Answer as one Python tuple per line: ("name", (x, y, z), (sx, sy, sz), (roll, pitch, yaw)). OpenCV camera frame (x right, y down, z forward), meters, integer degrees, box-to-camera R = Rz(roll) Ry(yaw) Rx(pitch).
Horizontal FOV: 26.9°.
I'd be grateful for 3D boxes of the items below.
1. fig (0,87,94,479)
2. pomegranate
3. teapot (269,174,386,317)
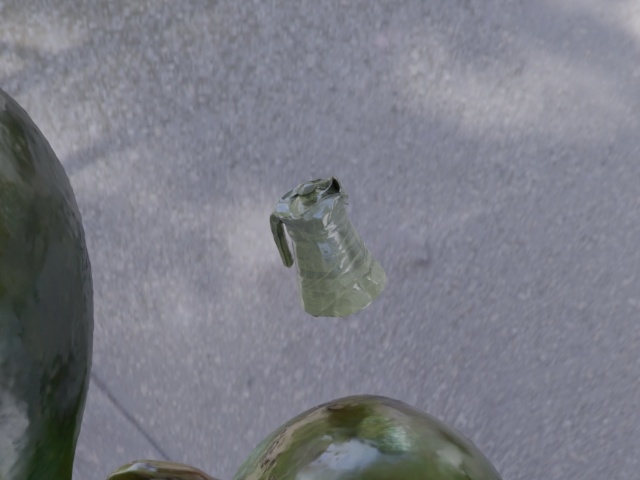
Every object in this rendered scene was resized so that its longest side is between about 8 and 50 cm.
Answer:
("fig", (-0.166, 0.046, 0.555), (0.195, 0.195, 0.245), (-40, 102, -20))
("pomegranate", (0.005, 0.160, 0.754), (0.241, 0.190, 0.159), (25, 107, 9))
("teapot", (0.000, 0.000, 0.811), (0.067, 0.083, 0.057), (6, 39, 32))
